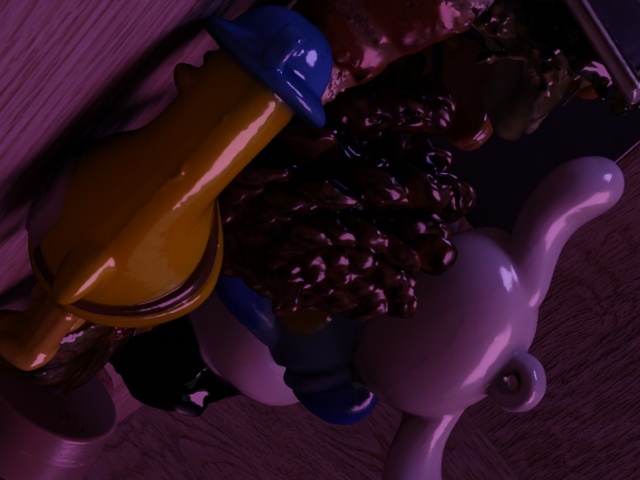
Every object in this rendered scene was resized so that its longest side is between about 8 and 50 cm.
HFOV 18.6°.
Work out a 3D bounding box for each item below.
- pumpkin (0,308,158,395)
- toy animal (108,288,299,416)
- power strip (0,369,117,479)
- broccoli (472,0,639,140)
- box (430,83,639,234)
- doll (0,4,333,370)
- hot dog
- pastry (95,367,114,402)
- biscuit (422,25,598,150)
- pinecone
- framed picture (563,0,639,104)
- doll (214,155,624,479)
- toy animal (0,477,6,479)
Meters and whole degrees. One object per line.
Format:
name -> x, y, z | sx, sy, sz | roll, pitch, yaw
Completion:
pumpkin -> -0.187, 0.045, 1.841 | 0.290, 0.095, 0.258 | -42, 173, -13
toy animal -> -0.083, 0.077, 2.065 | 0.267, 0.212, 0.212 | -13, -169, 31
power strip -> -0.285, 0.172, 1.937 | 0.078, 0.154, 0.154 | -54, 170, 23
broccoli -> 0.189, -0.176, 1.653 | 0.263, 0.247, 0.243 | -17, 150, -20
box -> 0.262, -0.175, 2.301 | 0.345, 0.251, 0.204 | -39, 176, -1
doll -> -0.113, -0.029, 1.376 | 0.363, 0.145, 0.199 | -47, -174, 38
hot dog -> 0.037, -0.179, 1.415 | 0.213, 0.103, 0.146 | -30, -161, 10
pastry -> -0.331, 0.211, 2.362 | 0.112, 0.103, 0.265 | -50, 172, 33
biscuit -> 0.153, -0.185, 1.856 | 0.301, 0.197, 0.049 | -15, 149, 36
pinecone -> -0.001, -0.055, 1.578 | 0.243, 0.243, 0.257 | -41, -144, 29
framed picture -> 0.262, -0.258, 1.550 | 0.019, 0.232, 0.296 | -30, -175, 46
doll -> 0.059, 0.041, 1.752 | 0.376, 0.365, 0.187 | -56, 152, -3
toy animal -> -0.336, 0.217, 1.983 | 0.104, 0.221, 0.131 | -11, 143, 6
